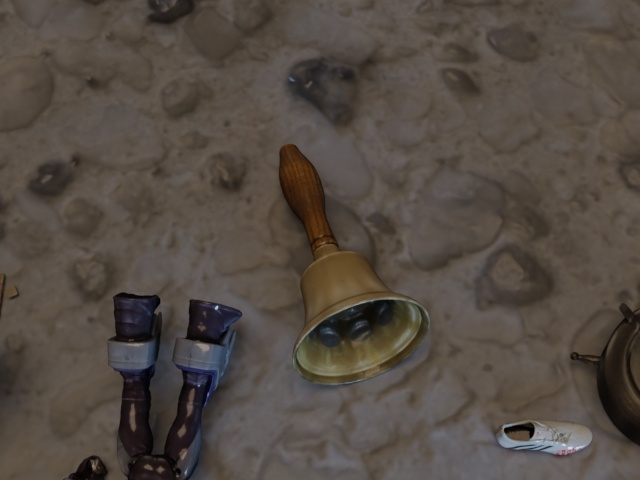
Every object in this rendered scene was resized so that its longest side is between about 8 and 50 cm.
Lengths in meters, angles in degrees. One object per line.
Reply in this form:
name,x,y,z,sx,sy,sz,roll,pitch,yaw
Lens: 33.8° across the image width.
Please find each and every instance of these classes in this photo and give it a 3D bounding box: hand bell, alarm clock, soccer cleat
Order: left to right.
hand bell,0.000,0.000,0.984,0.126,0.126,0.242,-19,54,-3
soccer cleat,0.194,0.168,0.911,0.083,0.035,0.029,1,66,6
alarm clock,0.322,0.130,0.905,0.129,0.064,0.192,-40,71,-12

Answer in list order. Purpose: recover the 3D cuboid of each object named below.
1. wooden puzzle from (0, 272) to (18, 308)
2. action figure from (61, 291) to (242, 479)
wooden puzzle,-0.336,0.057,1.029,0.083,0.006,0.049,-2,66,5
action figure,-0.138,0.191,0.903,0.185,0.099,0.285,8,81,2
